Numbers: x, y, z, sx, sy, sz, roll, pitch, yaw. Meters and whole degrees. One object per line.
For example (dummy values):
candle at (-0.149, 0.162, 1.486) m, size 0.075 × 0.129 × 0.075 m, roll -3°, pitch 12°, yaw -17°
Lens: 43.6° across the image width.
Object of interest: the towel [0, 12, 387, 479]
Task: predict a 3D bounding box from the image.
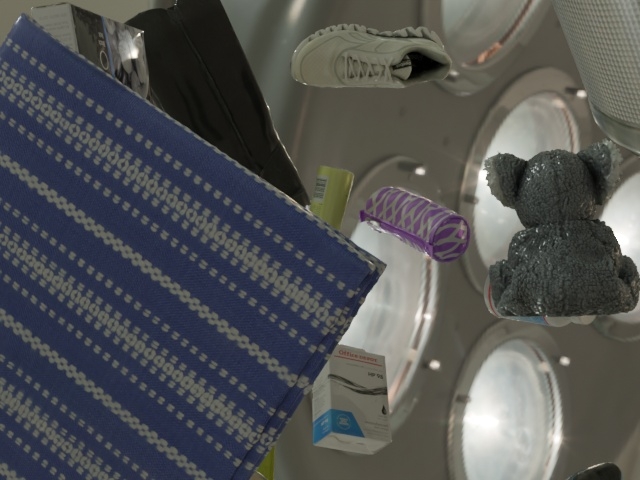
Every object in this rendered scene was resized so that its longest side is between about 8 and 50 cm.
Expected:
towel at (-0.147, 0.083, 0.444) m, size 0.336 × 0.243 × 0.040 m, roll -58°, pitch -10°, yaw 13°

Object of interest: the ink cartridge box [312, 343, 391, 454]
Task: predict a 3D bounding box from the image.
ink cartridge box at (0.045, 0.226, 1.224) m, size 0.104 × 0.060 × 0.180 m, roll 15°, pitch -129°, yaw -22°

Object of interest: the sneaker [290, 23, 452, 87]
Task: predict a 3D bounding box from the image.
sneaker at (0.093, -0.317, 1.411) m, size 0.292 × 0.118 × 0.110 m, roll -8°, pitch -56°, yaw -12°

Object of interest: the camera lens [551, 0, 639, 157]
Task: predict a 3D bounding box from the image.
camera lens at (0.196, -0.182, 0.351) m, size 0.219 × 0.219 × 0.274 m, roll -45°, pitch -62°, yaw -26°

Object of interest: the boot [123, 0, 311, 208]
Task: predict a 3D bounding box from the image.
boot at (-0.257, -0.197, 1.472) m, size 0.367 × 0.146 × 0.445 m, roll -30°, pitch -75°, yaw -23°

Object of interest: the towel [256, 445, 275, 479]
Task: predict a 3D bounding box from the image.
towel at (-0.123, 0.352, 1.576) m, size 0.021 × 0.102 × 0.237 m, roll 10°, pitch -103°, yaw -41°

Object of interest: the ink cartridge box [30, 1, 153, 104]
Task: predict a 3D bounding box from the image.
ink cartridge box at (-0.217, -0.122, 0.819) m, size 0.206 × 0.045 × 0.208 m, roll -55°, pitch -40°, yaw -80°

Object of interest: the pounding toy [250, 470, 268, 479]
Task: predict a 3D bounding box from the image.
pounding toy at (-0.105, 0.253, 0.641) m, size 0.141 × 0.100 × 0.130 m, roll 26°, pitch -94°, yaw -36°

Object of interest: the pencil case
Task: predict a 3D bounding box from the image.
pencil case at (0.150, -0.029, 1.296) m, size 0.088 × 0.206 × 0.086 m, roll -16°, pitch -67°, yaw -28°

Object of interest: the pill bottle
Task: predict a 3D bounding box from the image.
pill bottle at (0.339, 0.085, 1.226) m, size 0.087 × 0.160 × 0.087 m, roll -5°, pitch -82°, yaw -42°

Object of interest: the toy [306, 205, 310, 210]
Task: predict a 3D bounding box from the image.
toy at (-0.117, 0.010, 1.598) m, size 0.237 × 0.137 × 0.056 m, roll -33°, pitch -47°, yaw 15°

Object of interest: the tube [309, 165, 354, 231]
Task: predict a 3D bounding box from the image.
tube at (0.000, 0.000, 1.309) m, size 0.070 × 0.062 × 0.240 m, roll 16°, pitch -93°, yaw -62°

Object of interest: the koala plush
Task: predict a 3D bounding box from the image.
koala plush at (0.306, -0.016, 1.017) m, size 0.203 × 0.196 × 0.221 m, roll 10°, pitch -102°, yaw -73°

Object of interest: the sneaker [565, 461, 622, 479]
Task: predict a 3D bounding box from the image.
sneaker at (0.453, 0.453, 1.065) m, size 0.139 × 0.341 × 0.125 m, roll -27°, pitch -24°, yaw -25°
